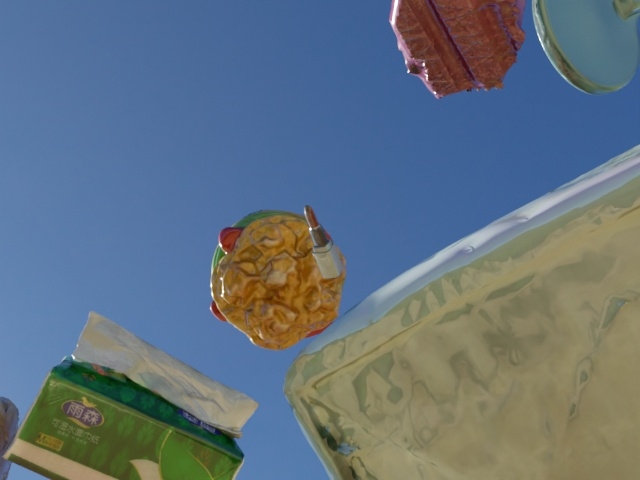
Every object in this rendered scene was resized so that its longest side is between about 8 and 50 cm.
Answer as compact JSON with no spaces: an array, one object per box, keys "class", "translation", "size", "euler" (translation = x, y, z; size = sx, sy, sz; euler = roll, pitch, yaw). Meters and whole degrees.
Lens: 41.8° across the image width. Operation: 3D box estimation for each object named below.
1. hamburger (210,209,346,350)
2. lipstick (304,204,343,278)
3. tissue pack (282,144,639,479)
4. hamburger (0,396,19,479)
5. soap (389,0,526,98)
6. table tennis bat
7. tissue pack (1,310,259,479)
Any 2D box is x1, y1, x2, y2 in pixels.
[{"class":"hamburger","translation":[-0.068,0.063,1.323],"size":[0.237,0.149,0.237],"euler":[-1,-81,-9]},{"class":"lipstick","translation":[0.000,0.000,1.109],"size":[0.025,0.025,0.107],"euler":[-7,-62,29]},{"class":"tissue pack","translation":[0.231,0.035,0.461],"size":[0.332,0.405,0.205],"euler":[-32,-97,27]},{"class":"hamburger","translation":[-0.419,0.240,0.900],"size":[0.162,0.330,0.209],"euler":[19,-69,-10]},{"class":"soap","translation":[0.225,-0.383,1.387],"size":[0.220,0.127,0.325],"euler":[-12,-32,22]},{"class":"table tennis bat","translation":[0.297,-0.235,0.863],"size":[0.237,0.038,0.149],"euler":[-30,-85,-35]},{"class":"tissue pack","translation":[-0.185,0.186,0.862],"size":[0.209,0.148,0.156],"euler":[28,-94,-8]}]
